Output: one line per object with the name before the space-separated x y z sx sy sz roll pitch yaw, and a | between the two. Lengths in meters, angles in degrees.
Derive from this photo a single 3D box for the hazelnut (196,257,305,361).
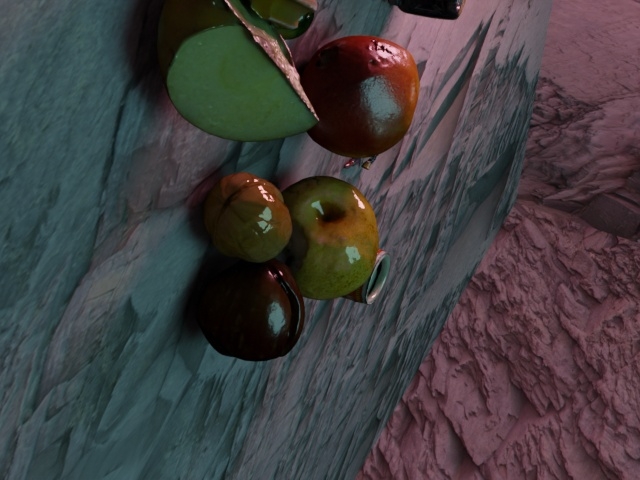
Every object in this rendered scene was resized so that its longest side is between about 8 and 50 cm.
hazelnut | -0.137 0.127 1.835 0.234 0.218 0.218 -156 -95 -76

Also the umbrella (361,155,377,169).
umbrella | 0.141 -0.248 2.410 0.037 0.040 0.144 7 -106 68

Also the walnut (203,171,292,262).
walnut | -0.132 -0.038 1.734 0.159 0.159 0.207 -66 160 -11

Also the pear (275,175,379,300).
pear | 0.000 0.000 1.990 0.271 0.271 0.271 -52 153 -40

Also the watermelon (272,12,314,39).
watermelon | -0.046 -0.419 1.736 0.105 0.062 0.105 15 90 -69

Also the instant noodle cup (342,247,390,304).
instant noodle cup | 0.041 0.056 2.189 0.193 0.212 0.193 -52 154 -39

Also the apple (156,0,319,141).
apple | -0.132 -0.286 1.456 0.254 0.179 0.346 -65 149 -9

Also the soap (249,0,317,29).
soap | -0.086 -0.411 1.470 0.073 0.140 0.232 -37 179 14

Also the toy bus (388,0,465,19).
toy bus | 0.242 -0.662 2.085 0.365 0.177 0.202 66 42 -61

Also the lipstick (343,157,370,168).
lipstick | 0.089 -0.200 2.344 0.107 0.025 0.025 -36 141 -46

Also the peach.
peach | 0.077 -0.299 1.911 0.281 0.238 0.281 -24 149 -15
